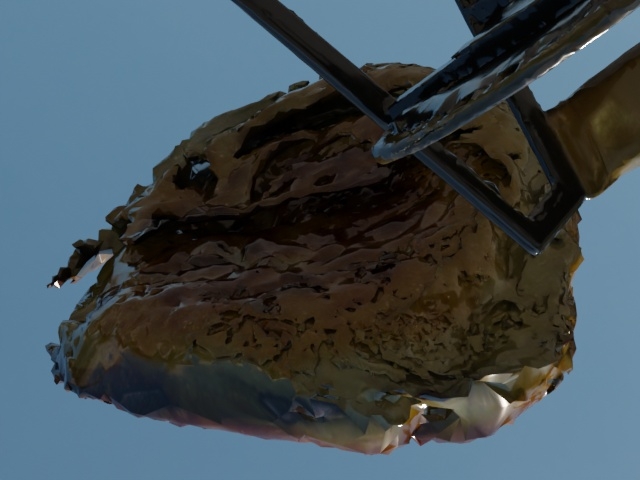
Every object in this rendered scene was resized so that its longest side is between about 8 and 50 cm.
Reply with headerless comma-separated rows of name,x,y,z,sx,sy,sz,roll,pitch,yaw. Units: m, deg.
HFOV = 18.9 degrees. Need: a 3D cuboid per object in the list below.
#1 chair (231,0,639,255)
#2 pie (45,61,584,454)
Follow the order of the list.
chair,0.088,-0.093,0.629,0.247,0.159,0.172,52,-132,-7
pie,0.000,0.001,0.957,0.308,0.085,0.308,-17,-149,10
